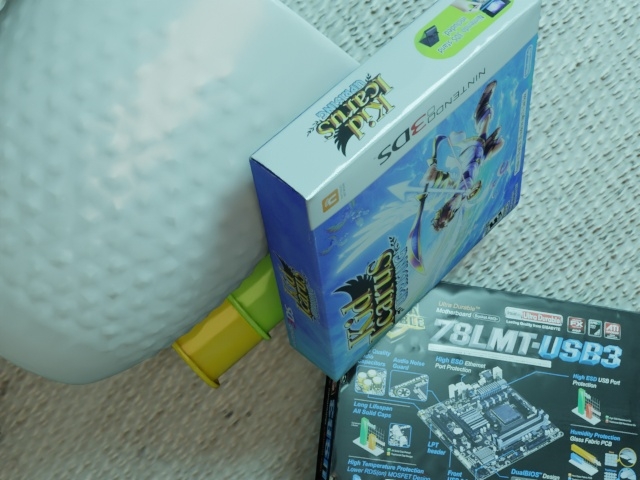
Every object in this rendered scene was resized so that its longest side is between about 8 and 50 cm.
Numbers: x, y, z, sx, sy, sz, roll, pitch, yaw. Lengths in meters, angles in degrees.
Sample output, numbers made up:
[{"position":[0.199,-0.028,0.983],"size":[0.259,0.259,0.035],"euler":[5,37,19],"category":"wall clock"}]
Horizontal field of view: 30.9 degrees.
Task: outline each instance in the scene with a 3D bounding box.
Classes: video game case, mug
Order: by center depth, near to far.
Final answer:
[{"position":[-0.189,-0.087,0.883],"size":[0.374,0.276,0.328],"euler":[32,96,-33],"category":"mug"},{"position":[0.067,-0.043,0.908],"size":[0.244,0.269,0.061],"euler":[-41,62,-19],"category":"video game case"}]

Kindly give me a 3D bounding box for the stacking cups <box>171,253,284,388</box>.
[{"position":[0.000,0.000,1.032],"size":[0.316,0.096,0.096],"euler":[-38,100,-3],"category":"stacking cups"}]

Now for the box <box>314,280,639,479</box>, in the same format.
[{"position":[0.146,0.190,1.034],"size":[0.295,0.073,0.293],"euler":[9,72,-10],"category":"box"}]
